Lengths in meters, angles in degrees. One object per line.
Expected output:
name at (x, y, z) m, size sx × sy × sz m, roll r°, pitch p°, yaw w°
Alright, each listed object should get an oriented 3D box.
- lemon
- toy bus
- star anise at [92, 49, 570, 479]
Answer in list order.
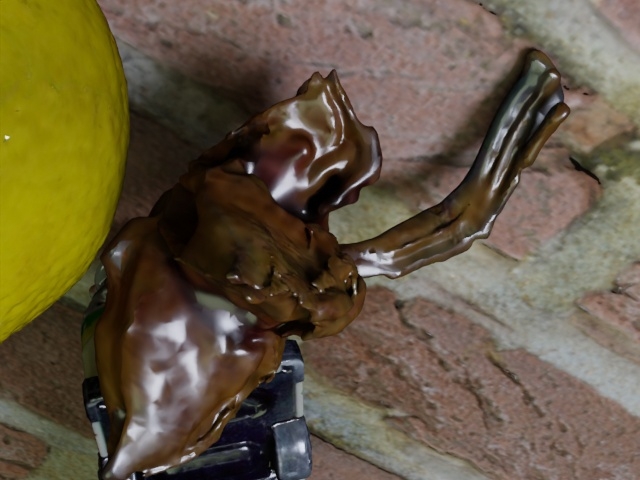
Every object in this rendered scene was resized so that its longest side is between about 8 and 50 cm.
lemon at (-0.223, -0.057, 0.578) m, size 0.267 × 0.267 × 0.267 m, roll 4°, pitch 136°, yaw 4°
toy bus at (-0.089, 0.138, 0.803) m, size 0.143 × 0.179 × 0.305 m, roll -10°, pitch 137°, yaw -8°
star anise at (-0.003, -0.011, 0.611) m, size 0.148 × 0.346 × 0.237 m, roll 60°, pitch 163°, yaw -11°
